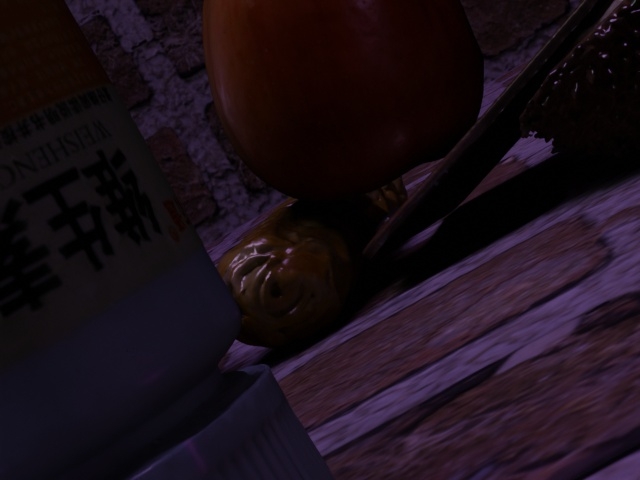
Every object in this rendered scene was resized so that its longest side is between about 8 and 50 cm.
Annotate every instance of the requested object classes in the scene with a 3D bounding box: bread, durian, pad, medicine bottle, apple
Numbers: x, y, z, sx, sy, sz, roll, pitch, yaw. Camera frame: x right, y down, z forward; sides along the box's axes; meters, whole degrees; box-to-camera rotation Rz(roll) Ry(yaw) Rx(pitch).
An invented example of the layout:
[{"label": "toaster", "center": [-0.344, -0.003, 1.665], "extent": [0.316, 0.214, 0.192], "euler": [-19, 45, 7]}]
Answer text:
[{"label": "bread", "center": [0.001, -0.001, 1.067], "extent": [0.367, 0.084, 0.077], "euler": [-51, -21, -73]}, {"label": "durian", "center": [0.197, -0.108, 0.860], "extent": [0.188, 0.091, 0.148], "euler": [-54, -9, 35]}, {"label": "pad", "center": [0.148, -0.108, 1.002], "extent": [0.284, 0.018, 0.286], "euler": [-49, -5, 16]}, {"label": "medicine bottle", "center": [-0.136, -0.012, 0.516], "extent": [0.158, 0.318, 0.158], "euler": [-29, 3, 2]}, {"label": "apple", "center": [0.007, -0.121, 0.998], "extent": [0.199, 0.199, 0.199], "euler": [-30, 4, 2]}]
